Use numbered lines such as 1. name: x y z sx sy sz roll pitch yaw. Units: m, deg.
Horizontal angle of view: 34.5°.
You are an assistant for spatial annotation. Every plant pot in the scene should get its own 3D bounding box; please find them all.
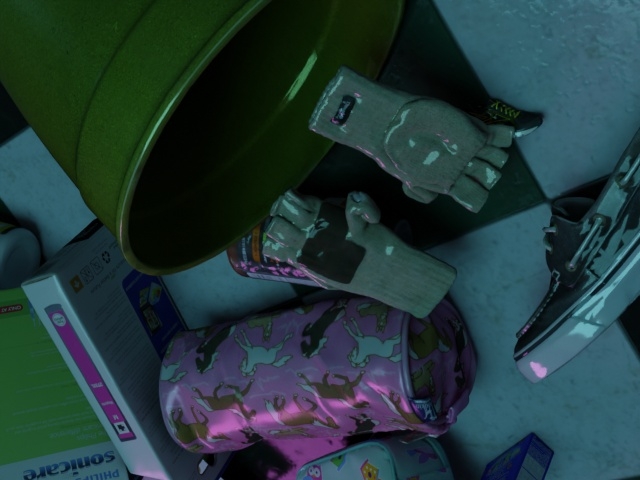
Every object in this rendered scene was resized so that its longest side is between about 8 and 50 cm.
1. plant pot: -0.170 -0.219 0.983 0.353 0.366 0.366 41 130 15

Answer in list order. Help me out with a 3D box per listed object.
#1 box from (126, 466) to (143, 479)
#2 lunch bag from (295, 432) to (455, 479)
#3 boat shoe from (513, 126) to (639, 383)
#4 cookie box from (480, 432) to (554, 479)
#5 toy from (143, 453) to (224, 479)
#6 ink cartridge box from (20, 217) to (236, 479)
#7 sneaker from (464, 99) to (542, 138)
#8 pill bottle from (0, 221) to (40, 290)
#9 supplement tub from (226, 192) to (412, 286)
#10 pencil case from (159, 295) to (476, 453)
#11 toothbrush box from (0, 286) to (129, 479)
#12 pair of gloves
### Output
1. box: -0.585 0.380 1.428 0.472 0.480 0.297 38 146 4
2. lunch bag: 0.082 0.378 1.273 0.224 0.108 0.279 -33 68 49
3. boat shoe: 0.278 -0.003 1.010 0.119 0.121 0.335 40 119 11
4. cookie box: 0.220 0.291 1.210 0.040 0.107 0.092 41 129 0
5. toy: -0.190 0.331 1.487 0.237 0.056 0.137 47 130 4
6. ink cartridge box: -0.229 0.162 1.326 0.069 0.176 0.371 -18 109 27
7. sneaker: 0.179 -0.123 1.028 0.083 0.031 0.035 2 119 27
8. pill bottle: -0.490 0.013 1.425 0.184 0.103 0.103 15 125 20
9. supplement tub: 0.000 0.000 1.154 0.198 0.106 0.106 6 121 25
10. pencil case: -0.015 0.164 1.232 0.386 0.167 0.160 -11 151 33
11. toothbrush box: -0.387 0.211 1.337 0.122 0.206 0.283 -48 56 60
12. pair of gloves: 0.063 -0.043 1.033 0.204 0.042 0.240 18 118 -9
